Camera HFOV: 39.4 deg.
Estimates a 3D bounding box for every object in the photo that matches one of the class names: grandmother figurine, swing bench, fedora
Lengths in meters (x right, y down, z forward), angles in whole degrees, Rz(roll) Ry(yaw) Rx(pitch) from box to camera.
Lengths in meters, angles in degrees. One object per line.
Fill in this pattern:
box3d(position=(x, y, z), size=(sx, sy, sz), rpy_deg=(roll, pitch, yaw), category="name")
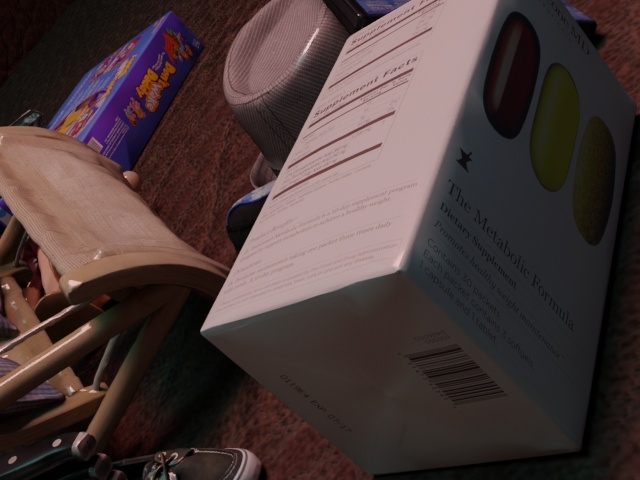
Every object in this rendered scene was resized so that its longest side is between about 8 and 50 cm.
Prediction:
box3d(position=(-0.280, 0.000, 1.002), size=(0.208, 0.104, 0.342), rpy_deg=(-42, 28, -9), category="grandmother figurine")
box3d(position=(-0.230, 0.047, 0.700), size=(0.255, 0.165, 0.253), rpy_deg=(-48, 47, -5), category="swing bench")
box3d(position=(0.008, -0.164, 0.794), size=(0.243, 0.124, 0.275), rpy_deg=(-12, 41, 47), category="fedora")

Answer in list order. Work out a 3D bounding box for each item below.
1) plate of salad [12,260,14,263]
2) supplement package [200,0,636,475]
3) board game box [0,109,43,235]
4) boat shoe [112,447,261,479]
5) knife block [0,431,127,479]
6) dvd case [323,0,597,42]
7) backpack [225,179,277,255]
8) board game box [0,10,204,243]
box3d(position=(-0.387, 0.093, 1.010), size=(0.200, 0.048, 0.200), rpy_deg=(-44, 38, 48), category="plate of salad")
box3d(position=(0.067, -0.020, 0.483), size=(0.134, 0.139, 0.244), rpy_deg=(-20, 36, 42), category="supplement package")
box3d(position=(-0.481, -0.098, 1.386), size=(0.126, 0.026, 0.186), rpy_deg=(-72, 3, -60), category="board game box")
box3d(position=(-0.099, 0.157, 0.576), size=(0.142, 0.040, 0.049), rpy_deg=(-24, 33, 37), category="boat shoe")
box3d(position=(-0.254, 0.199, 0.527), size=(0.088, 0.275, 0.242), rpy_deg=(-101, 30, -60), category="knife block")
box3d(position=(0.073, -0.208, 0.699), size=(0.253, 0.180, 0.022), rpy_deg=(-116, 29, -52), category="dvd case")
box3d(position=(0.000, 0.000, 0.598), size=(0.084, 0.105, 0.114), rpy_deg=(-34, 15, -33), category="backpack")
box3d(position=(-0.333, -0.176, 1.353), size=(0.233, 0.078, 0.347), rpy_deg=(-23, 33, 37), category="board game box")
